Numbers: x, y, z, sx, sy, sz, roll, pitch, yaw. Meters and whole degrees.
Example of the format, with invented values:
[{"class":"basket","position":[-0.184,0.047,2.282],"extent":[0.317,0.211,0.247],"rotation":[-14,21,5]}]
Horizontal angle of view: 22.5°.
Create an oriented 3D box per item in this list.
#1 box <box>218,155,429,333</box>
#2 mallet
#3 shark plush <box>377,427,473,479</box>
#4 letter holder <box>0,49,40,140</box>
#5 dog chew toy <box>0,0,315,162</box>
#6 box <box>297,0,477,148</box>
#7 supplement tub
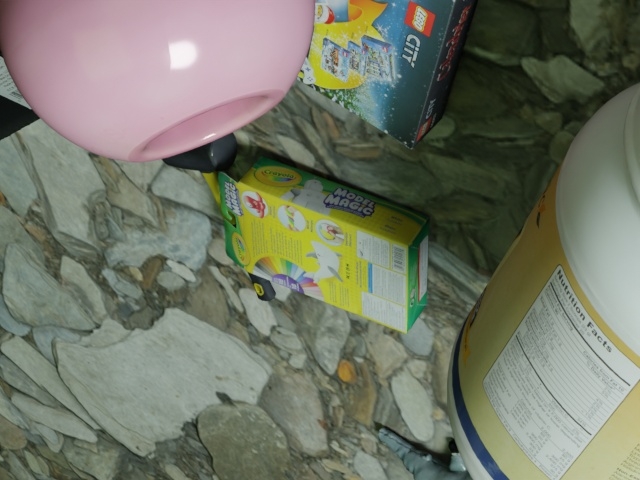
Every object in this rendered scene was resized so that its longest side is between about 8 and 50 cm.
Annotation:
[{"class":"box","position":[0.000,0.000,1.300],"extent":[0.179,0.043,0.105],"rotation":[20,138,20]},{"class":"mallet","position":[-0.070,-0.022,1.361],"extent":[0.062,0.039,0.190],"rotation":[0,131,40]},{"class":"shark plush","position":[0.122,0.205,1.414],"extent":[0.161,0.073,0.067],"rotation":[37,128,43]},{"class":"letter holder","position":[-0.260,-0.217,1.265],"extent":[0.152,0.214,0.302],"rotation":[25,154,-32]},{"class":"dog chew toy","position":[-0.138,-0.223,1.044],"extent":[0.206,0.206,0.332],"rotation":[-30,81,53]},{"class":"box","position":[0.030,-0.189,1.087],"extent":[0.159,0.044,0.233],"rotation":[32,142,15]},{"class":"supplement tub","position":[0.226,0.040,0.979],"extent":[0.228,0.228,0.316],"rotation":[36,143,9]}]
